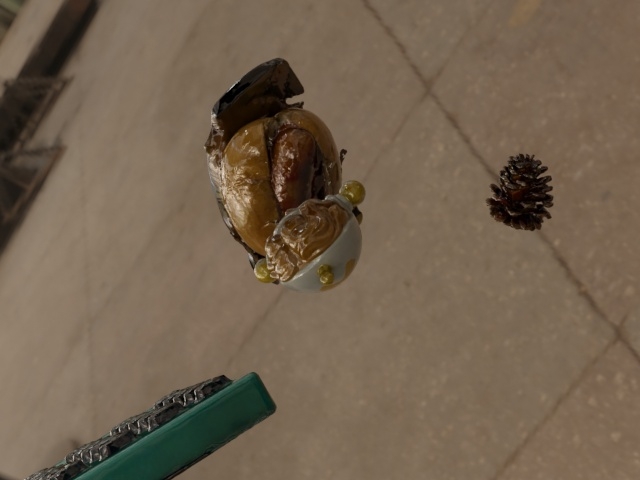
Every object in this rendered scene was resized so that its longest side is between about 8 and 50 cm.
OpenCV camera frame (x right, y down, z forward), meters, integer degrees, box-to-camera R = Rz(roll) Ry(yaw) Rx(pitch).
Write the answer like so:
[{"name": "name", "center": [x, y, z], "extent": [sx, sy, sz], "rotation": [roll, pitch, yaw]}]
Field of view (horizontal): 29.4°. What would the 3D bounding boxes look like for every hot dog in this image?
[{"name": "hot dog", "center": [-0.029, -0.061, 1.540], "extent": [0.194, 0.326, 0.107], "rotation": [-39, 50, -7]}]

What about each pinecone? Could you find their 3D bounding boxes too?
[{"name": "pinecone", "center": [0.287, -0.071, 1.756], "extent": [0.102, 0.102, 0.109], "rotation": [-152, 59, -66]}]

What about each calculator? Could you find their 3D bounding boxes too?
[{"name": "calculator", "center": [-0.187, 0.203, 1.110], "extent": [0.248, 0.058, 0.274], "rotation": [-30, 1, -29]}]

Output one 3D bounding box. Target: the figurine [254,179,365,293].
[{"name": "figurine", "center": [-0.003, 0.003, 0.935], "extent": [0.101, 0.068, 0.143], "rotation": [-42, 0, -12]}]
